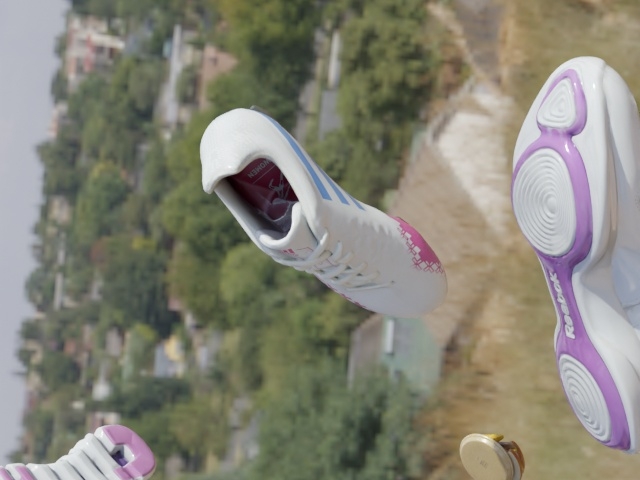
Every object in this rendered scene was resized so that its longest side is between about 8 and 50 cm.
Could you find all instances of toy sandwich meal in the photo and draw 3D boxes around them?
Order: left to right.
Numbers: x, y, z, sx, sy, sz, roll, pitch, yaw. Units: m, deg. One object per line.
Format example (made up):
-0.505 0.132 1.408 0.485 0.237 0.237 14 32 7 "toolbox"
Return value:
0.210 0.266 1.783 0.029 0.086 0.085 -35 -29 -41 "toy sandwich meal"

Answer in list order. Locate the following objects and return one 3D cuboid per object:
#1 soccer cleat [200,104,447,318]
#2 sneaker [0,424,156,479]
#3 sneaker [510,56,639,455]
0.000 0.000 1.517 0.116 0.331 0.143 -41 23 26 "soccer cleat"
-0.281 0.281 1.523 0.095 0.236 0.104 47 130 24 "sneaker"
0.229 0.000 1.053 0.114 0.152 0.305 37 147 58 "sneaker"
